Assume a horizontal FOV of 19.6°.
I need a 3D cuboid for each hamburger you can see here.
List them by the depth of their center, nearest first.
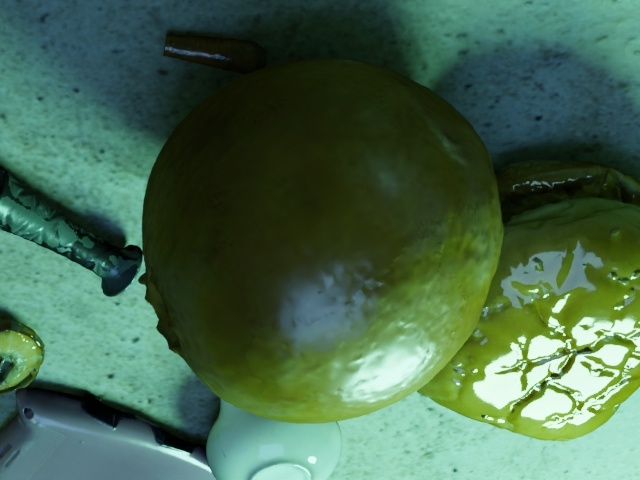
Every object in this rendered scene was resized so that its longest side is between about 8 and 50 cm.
[{"bbox_3d":[0.236,0.061,1.813,0.318,0.158,0.318,-5,134,-5],"label":"hamburger"}]

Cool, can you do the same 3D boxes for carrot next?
[{"bbox_3d":[-0.092,-0.166,1.643,0.093,0.032,0.032,9,130,-10],"label":"carrot"}]

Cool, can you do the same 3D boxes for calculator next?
[{"bbox_3d":[-0.232,0.260,2.005,0.294,0.043,0.194,24,124,-29],"label":"calculator"}]

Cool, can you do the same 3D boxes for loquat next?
[{"bbox_3d":[0.000,0.000,1.619,0.328,0.328,0.328,-4,133,-4],"label":"loquat"}]

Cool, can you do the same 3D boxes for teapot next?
[{"bbox_3d":[-0.044,0.230,1.977,0.145,0.092,0.226,-21,135,13],"label":"teapot"}]

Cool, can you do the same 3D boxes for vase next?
[{"bbox_3d":[-0.248,-0.006,1.749,0.167,0.059,0.059,32,121,-31],"label":"vase"}]

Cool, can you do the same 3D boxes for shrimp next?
[{"bbox_3d":[-0.368,0.119,1.868,0.178,0.034,0.124,-1,139,-13],"label":"shrimp"}]
